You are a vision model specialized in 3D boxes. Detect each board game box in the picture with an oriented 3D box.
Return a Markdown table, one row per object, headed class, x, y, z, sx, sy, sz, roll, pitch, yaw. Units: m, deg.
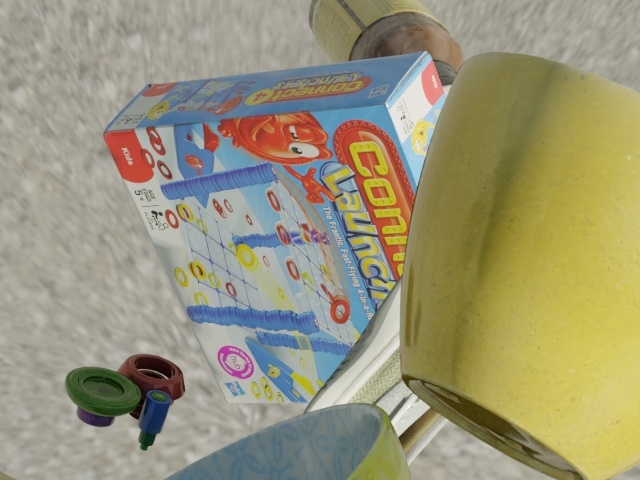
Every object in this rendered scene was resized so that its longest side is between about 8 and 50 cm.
| class | x | y | z | sx | sy | sz | roll | pitch | yaw |
| --- | --- | --- | --- | --- | --- | --- | --- | --- | --- |
| board game box | 0.000 | 0.000 | 1.658 | 0.302 | 0.086 | 0.308 | -4 | 122 | 35 |

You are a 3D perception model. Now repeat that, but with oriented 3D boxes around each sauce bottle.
| class | x | y | z | sx | sy | sz | roll | pitch | yaw |
| --- | --- | --- | --- | --- | --- | --- | --- | --- | --- |
| sauce bottle | 0.073 | -0.167 | 1.772 | 0.111 | 0.344 | 0.111 | -5 | 115 | -10 |

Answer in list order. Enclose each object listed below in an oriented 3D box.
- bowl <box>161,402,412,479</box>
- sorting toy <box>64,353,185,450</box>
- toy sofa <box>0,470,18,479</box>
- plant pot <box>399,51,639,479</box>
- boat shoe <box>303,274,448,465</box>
| class | x | y | z | sx | sy | sz | roll | pitch | yaw |
| --- | --- | --- | --- | --- | --- | --- | --- | --- | --- |
| bowl | -0.049 | 0.239 | 1.145 | 0.289 | 0.289 | 0.156 | -29 | 99 | -5 |
| sorting toy | -0.129 | 0.111 | 1.254 | 0.061 | 0.102 | 0.042 | 31 | 116 | 28 |
| toy sofa | -0.232 | 0.396 | 1.780 | 0.150 | 0.177 | 0.362 | -46 | 125 | -21 |
| plant pot | 0.078 | 0.019 | 0.580 | 0.134 | 0.134 | 0.095 | 31 | 79 | 1 |
| boat shoe | 0.055 | 0.133 | 1.326 | 0.103 | 0.118 | 0.320 | 32 | 82 | 17 |
